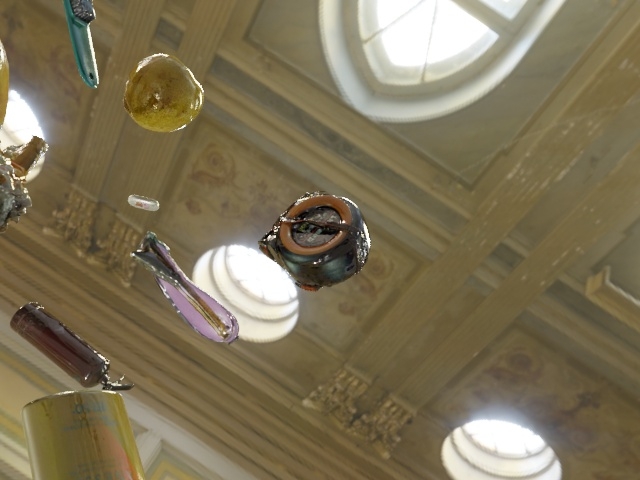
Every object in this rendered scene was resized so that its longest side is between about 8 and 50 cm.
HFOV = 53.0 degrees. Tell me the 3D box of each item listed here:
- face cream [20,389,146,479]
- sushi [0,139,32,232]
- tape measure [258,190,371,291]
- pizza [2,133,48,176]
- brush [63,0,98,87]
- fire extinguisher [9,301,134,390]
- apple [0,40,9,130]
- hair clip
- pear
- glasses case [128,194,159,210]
[{"bbox_3d":[-0.279,0.327,0.803,0.139,0.067,0.285,5,-132,-43],"label":"face cream"},{"bbox_3d":[-0.732,-0.077,1.099,0.418,0.417,0.175,-15,-106,-45],"label":"sushi"},{"bbox_3d":[0.000,0.000,1.372,0.223,0.135,0.202,28,-115,38],"label":"tape measure"},{"bbox_3d":[-0.775,-0.142,1.546,0.089,0.323,0.223,41,-177,-27],"label":"pizza"},{"bbox_3d":[-0.335,-0.304,0.912,0.043,0.032,0.193,21,-132,-63],"label":"brush"},{"bbox_3d":[-0.501,0.227,1.304,0.268,0.072,0.089,34,-171,12],"label":"fire extinguisher"},{"bbox_3d":[-0.591,-0.259,0.857,0.346,0.254,0.179,21,-151,-17],"label":"apple"},{"bbox_3d":[-0.348,0.135,1.638,0.358,0.110,0.095,45,177,-1],"label":"hair clip"},{"bbox_3d":[-0.430,-0.390,1.730,0.209,0.208,0.208,20,-141,-17],"label":"pear"},{"bbox_3d":[-0.475,-0.101,1.723,0.083,0.032,0.021,14,-139,2],"label":"glasses case"}]
